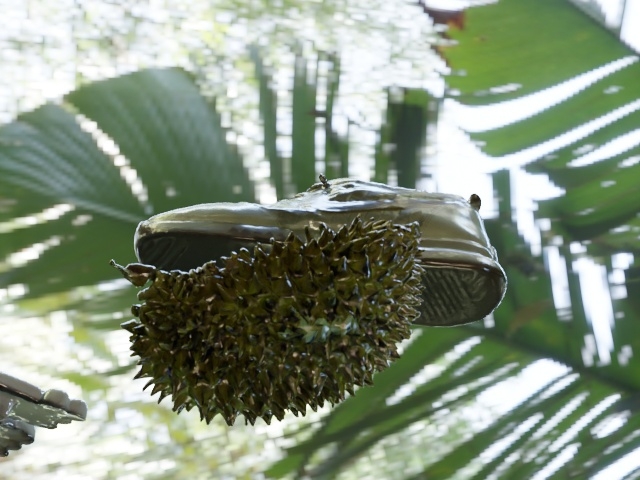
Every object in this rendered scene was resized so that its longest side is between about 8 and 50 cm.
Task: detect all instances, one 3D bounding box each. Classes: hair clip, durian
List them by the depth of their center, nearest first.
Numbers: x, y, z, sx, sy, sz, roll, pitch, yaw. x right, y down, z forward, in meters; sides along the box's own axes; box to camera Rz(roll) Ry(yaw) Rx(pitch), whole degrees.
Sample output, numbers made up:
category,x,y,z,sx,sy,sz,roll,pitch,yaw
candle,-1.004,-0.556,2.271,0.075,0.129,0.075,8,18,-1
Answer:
category,x,y,z,sx,sy,sz,roll,pitch,yaw
durian,-0.021,0.059,1.186,0.095,0.220,0.137,-162,-115,-72
hair clip,-0.309,0.151,1.573,0.220,0.140,0.054,-29,-143,50

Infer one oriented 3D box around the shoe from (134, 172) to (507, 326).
category,x,y,z,sx,sy,sz,roll,pitch,yaw
shoe,0.000,0.000,1.344,0.103,0.274,0.098,106,-13,-51
